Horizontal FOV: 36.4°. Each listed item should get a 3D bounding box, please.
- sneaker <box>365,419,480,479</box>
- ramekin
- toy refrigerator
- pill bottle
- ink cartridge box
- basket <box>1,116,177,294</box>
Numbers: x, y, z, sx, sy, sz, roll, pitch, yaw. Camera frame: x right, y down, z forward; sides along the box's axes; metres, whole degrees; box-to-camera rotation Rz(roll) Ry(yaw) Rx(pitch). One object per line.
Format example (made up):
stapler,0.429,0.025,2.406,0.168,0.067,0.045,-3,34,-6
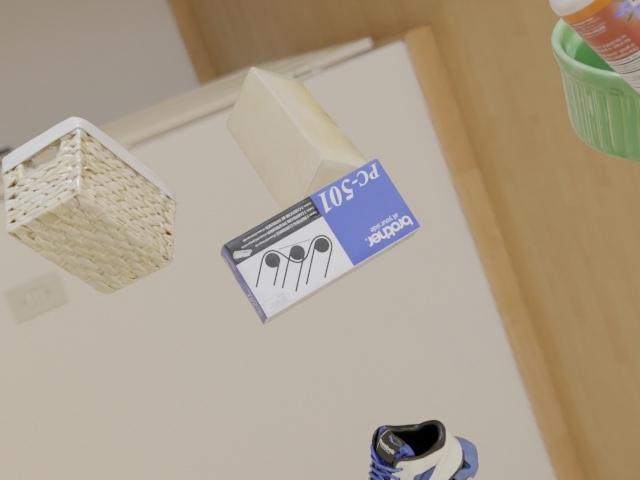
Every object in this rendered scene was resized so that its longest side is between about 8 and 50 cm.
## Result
sneaker,0.119,0.419,1.697,0.127,0.315,0.182,39,169,52
ramekin,0.484,-0.238,1.365,0.303,0.303,0.148,39,152,50
toy refrigerator,-0.031,-0.128,1.339,0.102,0.094,0.269,-64,36,23
pill bottle,0.346,-0.213,0.984,0.216,0.121,0.121,38,166,-17
ink cartridge box,0.000,0.000,1.098,0.097,0.207,0.046,58,165,8
basket,-0.242,-0.030,1.027,0.167,0.113,0.103,43,-151,-45
